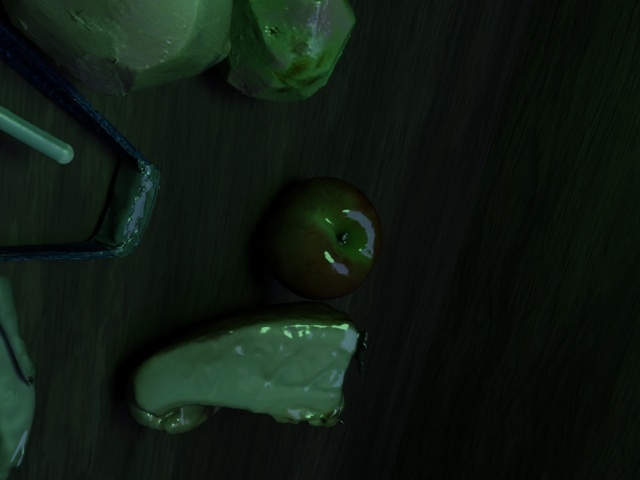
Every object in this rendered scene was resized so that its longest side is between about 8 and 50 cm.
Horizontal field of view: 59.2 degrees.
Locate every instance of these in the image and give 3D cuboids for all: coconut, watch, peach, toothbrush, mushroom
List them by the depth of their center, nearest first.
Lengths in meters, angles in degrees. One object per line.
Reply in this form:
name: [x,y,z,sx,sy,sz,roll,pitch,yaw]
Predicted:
toothbrush: [-0.380,-0.158,0.517,0.342,0.025,0.030,32,87,-49]
coconut: [-0.199,-0.265,0.594,0.230,0.227,0.227,44,66,-23]
watch: [-0.321,-0.103,0.704,0.275,0.068,0.276,3,107,-56]
coconut: [-0.059,-0.325,0.852,0.236,0.236,0.204,1,74,-60]
mushroom: [-0.159,0.216,1.060,0.398,0.314,0.224,0,101,-20]
peach: [0.000,0.000,1.157,0.252,0.253,0.252,-39,141,-42]

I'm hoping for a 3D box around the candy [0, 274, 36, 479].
candy: [-0.458,0.145,0.493,0.386,0.186,0.426,-37,138,-57]
